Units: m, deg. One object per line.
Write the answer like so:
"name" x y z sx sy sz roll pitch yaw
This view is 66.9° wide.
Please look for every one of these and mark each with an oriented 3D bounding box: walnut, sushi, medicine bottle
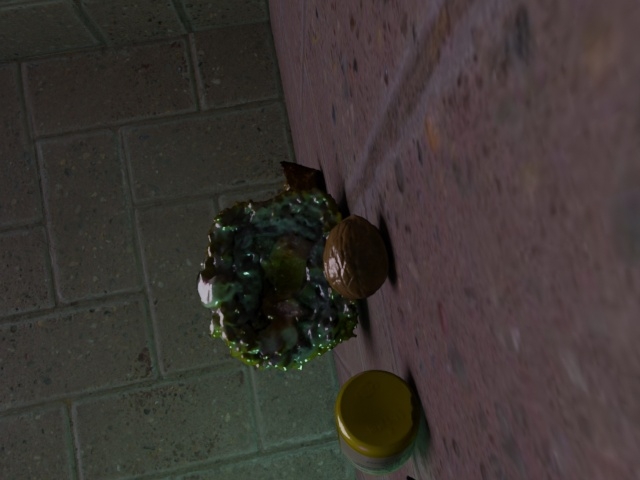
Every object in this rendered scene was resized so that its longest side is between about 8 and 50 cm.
"walnut" 0.053 0.024 0.712 0.105 0.105 0.125 -139 42 -84
"sushi" -0.094 0.094 1.118 0.240 0.350 0.398 127 135 -85
"sushi" -0.064 -0.101 1.486 0.167 0.178 0.297 -89 -10 -82
"medicine bottle" 0.087 0.299 0.750 0.213 0.121 0.122 83 175 -50

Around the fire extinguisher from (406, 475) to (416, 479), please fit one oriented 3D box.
"fire extinguisher" 0.146 0.340 0.573 0.064 0.043 0.158 37 -179 -6
